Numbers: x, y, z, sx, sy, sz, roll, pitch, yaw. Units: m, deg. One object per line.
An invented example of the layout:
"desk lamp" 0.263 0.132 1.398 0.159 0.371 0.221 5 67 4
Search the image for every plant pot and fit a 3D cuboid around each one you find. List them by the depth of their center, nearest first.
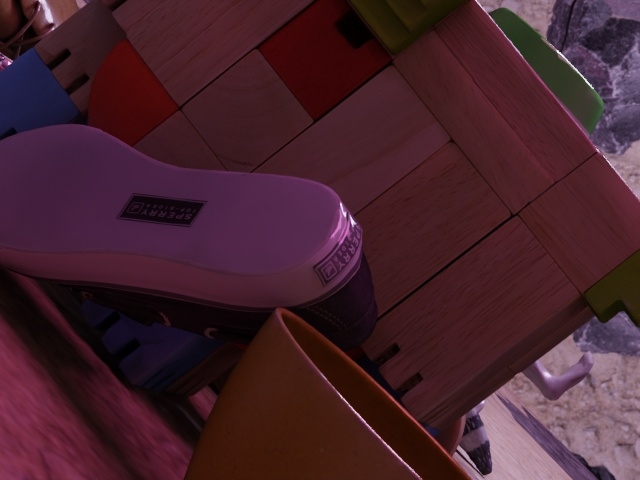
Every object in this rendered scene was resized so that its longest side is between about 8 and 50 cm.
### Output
"plant pot" -0.001 0.106 0.660 0.134 0.095 0.134 44 3 -3

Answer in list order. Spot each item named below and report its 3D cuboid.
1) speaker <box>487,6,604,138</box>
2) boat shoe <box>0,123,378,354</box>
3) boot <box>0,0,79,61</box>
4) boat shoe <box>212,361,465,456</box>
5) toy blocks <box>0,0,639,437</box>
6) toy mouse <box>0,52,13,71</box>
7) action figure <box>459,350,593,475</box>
"speaker" 0.067 -0.028 1.274 0.131 0.296 0.131 44 4 -4
"boat shoe" -0.070 0.005 0.773 0.228 0.080 0.076 7 -40 34
"boot" -0.234 -0.183 1.309 0.115 0.112 0.305 56 4 11
"boat shoe" -0.035 0.019 1.044 0.341 0.121 0.110 45 4 23
"toy blocks" -0.020 -0.028 0.874 0.381 0.261 0.191 53 4 14
"toy mouse" -0.233 -0.126 1.176 0.161 0.031 0.143 46 4 17
"action figure" 0.098 0.061 1.663 0.330 0.178 0.341 38 -19 -15
